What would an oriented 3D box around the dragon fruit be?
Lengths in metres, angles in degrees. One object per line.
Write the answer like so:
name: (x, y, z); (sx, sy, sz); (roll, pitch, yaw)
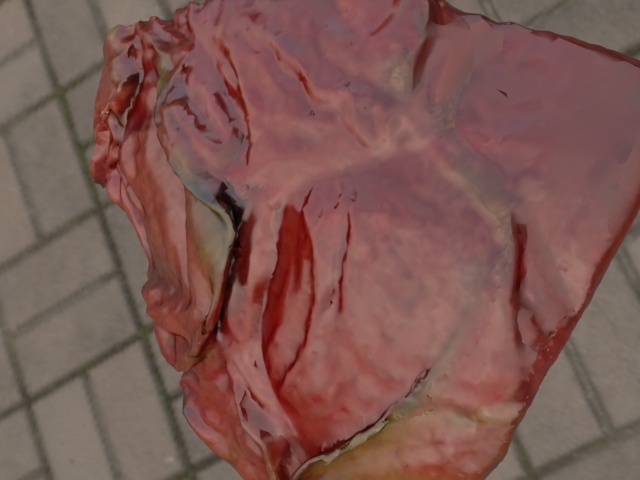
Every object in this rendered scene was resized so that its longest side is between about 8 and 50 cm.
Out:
dragon fruit: (0.000, 0.000, 0.757); (0.330, 0.240, 0.302); (28, 93, 23)
